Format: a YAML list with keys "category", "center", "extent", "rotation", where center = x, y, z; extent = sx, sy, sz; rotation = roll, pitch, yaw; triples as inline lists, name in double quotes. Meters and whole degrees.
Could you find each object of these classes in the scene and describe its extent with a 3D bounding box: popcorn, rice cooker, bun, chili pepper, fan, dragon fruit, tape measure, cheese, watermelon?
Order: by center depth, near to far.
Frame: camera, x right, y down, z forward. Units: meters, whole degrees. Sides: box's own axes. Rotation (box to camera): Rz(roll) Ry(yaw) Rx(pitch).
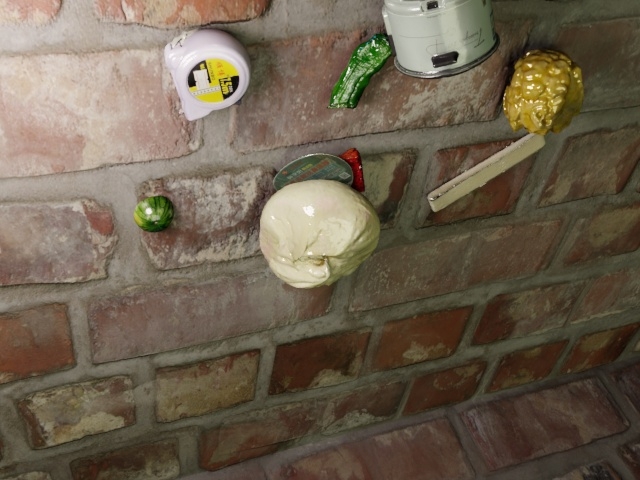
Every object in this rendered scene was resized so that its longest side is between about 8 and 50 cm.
- category: "tape measure"
  center: [-0.241, -0.370, 1.547]
  extent: [0.178, 0.105, 0.196]
  rotation: [-11, 137, -7]
- category: "rice cooker"
  center: [0.268, -0.479, 1.573]
  extent: [0.241, 0.281, 0.227]
  rotation: [-10, 128, 14]
- category: "chili pepper"
  center: [0.094, -0.403, 1.714]
  extent: [0.098, 0.061, 0.224]
  rotation: [12, 129, -42]
- category: "watermelon"
  center: [-0.421, -0.060, 1.808]
  extent: [0.105, 0.062, 0.106]
  rotation: [-18, 138, -17]
- category: "fan"
  center: [0.025, -0.162, 1.891]
  extent: [0.294, 0.012, 0.223]
  rotation: [7, 148, -14]
- category: "popcorn"
  center: [0.600, -0.389, 1.909]
  extent: [0.250, 0.190, 0.250]
  rotation: [-22, 136, -23]
- category: "dragon fruit"
  center: [0.062, -0.200, 1.910]
  extent: [0.106, 0.083, 0.162]
  rotation: [-7, 153, 8]
- category: "bun"
  center: [0.000, 0.000, 1.934]
  extent: [0.360, 0.213, 0.361]
  rotation: [-3, 147, -2]
- category: "cheese"
  center: [0.507, -0.213, 2.161]
  extent: [0.400, 0.034, 0.085]
  rotation: [-31, 144, 7]
